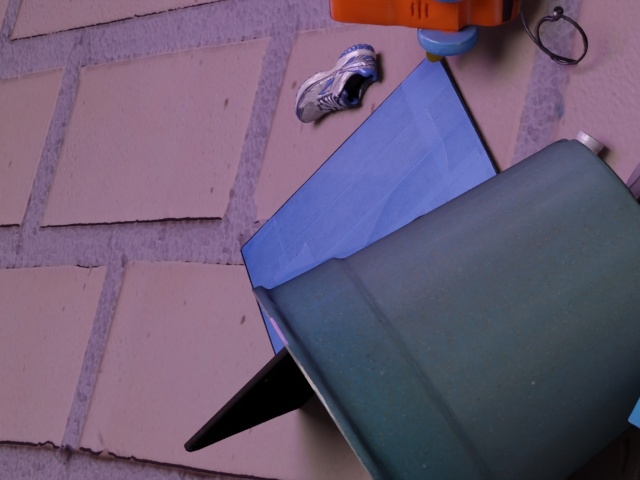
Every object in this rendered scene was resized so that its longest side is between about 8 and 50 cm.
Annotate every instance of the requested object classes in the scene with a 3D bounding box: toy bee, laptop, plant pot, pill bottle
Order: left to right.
[{"bbox_3d":[0.000,0.000,2.036,0.382,0.408,0.236,-46,76,24],"label":"laptop"},{"bbox_3d":[0.168,-0.281,2.057,0.162,0.298,0.195,-59,-4,-44],"label":"toy bee"},{"bbox_3d":[0.166,0.095,1.678,0.334,0.341,0.341,-34,43,0],"label":"plant pot"},{"bbox_3d":[0.267,-0.075,1.907,0.083,0.043,0.043,-58,39,10],"label":"pill bottle"}]

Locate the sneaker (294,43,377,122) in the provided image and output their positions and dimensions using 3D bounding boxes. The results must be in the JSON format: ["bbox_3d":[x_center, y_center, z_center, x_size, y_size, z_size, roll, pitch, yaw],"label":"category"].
[{"bbox_3d":[0.020,-0.187,2.247,0.135,0.052,0.058,-42,48,28],"label":"sneaker"}]

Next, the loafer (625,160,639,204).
[{"bbox_3d":[0.383,-0.056,1.669,0.319,0.112,0.111,-40,22,52],"label":"loafer"}]

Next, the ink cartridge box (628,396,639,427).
[{"bbox_3d":[0.419,0.106,1.537,0.171,0.168,0.233,31,94,52],"label":"ink cartridge box"}]
